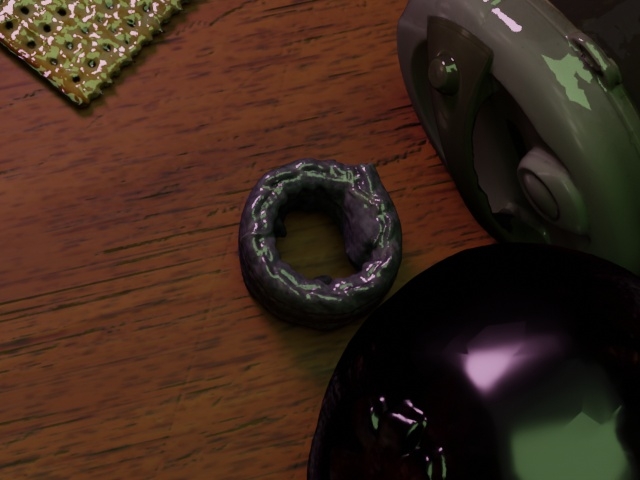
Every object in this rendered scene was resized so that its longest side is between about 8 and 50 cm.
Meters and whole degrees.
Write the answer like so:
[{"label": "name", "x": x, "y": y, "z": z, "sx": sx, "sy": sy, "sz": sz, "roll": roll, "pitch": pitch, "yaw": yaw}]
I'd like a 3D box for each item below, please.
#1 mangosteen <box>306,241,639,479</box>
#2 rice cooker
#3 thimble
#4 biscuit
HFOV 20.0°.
[{"label": "mangosteen", "x": 0.198, "y": 0.197, "z": 1.448, "sx": 0.435, "sy": 0.382, "sz": 0.382, "roll": 10, "pitch": 68, "yaw": -41}, {"label": "rice cooker", "x": 0.245, "y": -0.138, "z": 1.561, "sx": 0.325, "sy": 0.335, "sz": 0.335, "roll": -36, "pitch": 79, "yaw": -15}, {"label": "thimble", "x": 0.000, "y": 0.003, "z": 1.599, "sx": 0.150, "sy": 0.098, "sz": 0.150, "roll": 1, "pitch": 74, "yaw": -4}, {"label": "biscuit", "x": -0.194, "y": -0.239, "z": 1.697, "sx": 0.139, "sy": 0.016, "sz": 0.231, "roll": 39, "pitch": 73, "yaw": 7}]
